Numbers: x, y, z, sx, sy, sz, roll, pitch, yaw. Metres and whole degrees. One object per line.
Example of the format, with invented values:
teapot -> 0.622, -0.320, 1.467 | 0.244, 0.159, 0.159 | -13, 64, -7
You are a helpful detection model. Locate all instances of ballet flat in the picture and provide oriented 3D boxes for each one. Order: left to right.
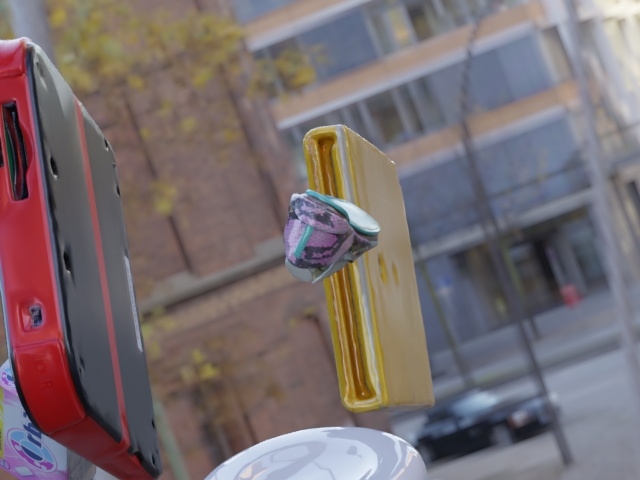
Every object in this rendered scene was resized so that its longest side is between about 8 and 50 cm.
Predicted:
ballet flat -> 0.000, 0.000, 1.696 | 0.079, 0.077, 0.221 | -59, -8, 4

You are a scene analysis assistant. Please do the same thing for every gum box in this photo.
gum box -> -0.312, 0.215, 2.177 | 0.062, 0.107, 0.188 | -50, -18, -35

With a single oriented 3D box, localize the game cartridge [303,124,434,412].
game cartridge -> 0.055, 0.040, 2.023 | 0.052, 0.285, 0.323 | -10, -7, 10

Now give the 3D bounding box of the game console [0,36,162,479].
game console -> -0.239, 0.025, 1.848 | 0.060, 0.386, 0.342 | -12, -21, 5

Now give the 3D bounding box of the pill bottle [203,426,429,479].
pill bottle -> 0.020, 0.333, 1.535 | 0.188, 0.334, 0.188 | -11, 18, 4
